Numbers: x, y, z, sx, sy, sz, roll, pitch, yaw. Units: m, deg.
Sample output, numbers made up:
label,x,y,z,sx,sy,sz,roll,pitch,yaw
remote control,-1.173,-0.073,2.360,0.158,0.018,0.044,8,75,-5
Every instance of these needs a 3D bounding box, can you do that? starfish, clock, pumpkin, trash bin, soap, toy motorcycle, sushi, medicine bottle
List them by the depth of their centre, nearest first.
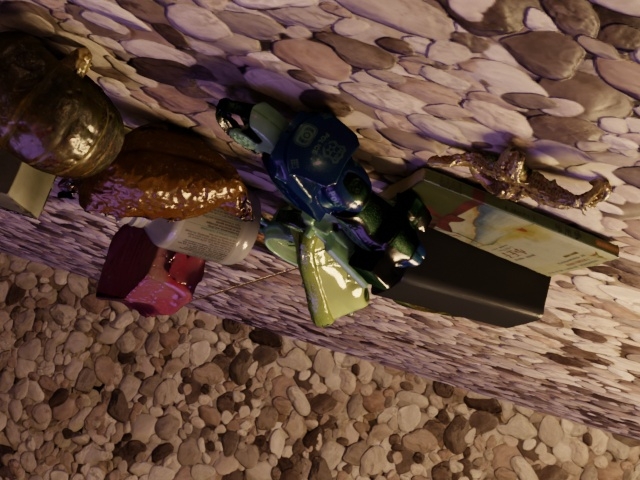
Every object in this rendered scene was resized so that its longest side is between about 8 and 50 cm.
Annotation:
label,x,y,z,sx,sy,sz,roll,pitch,yaw
starfish,0.220,-0.065,1.194,0.210,0.053,0.150,17,164,17
toy motorcycle,0.012,-0.067,1.314,0.196,0.125,0.331,17,159,50
pumpkin,-0.345,-0.181,1.322,0.219,0.162,0.219,39,-175,-4
sushi,-0.233,-0.097,1.545,0.287,0.149,0.140,0,146,-27
trash bin,0.214,0.050,1.597,0.226,0.115,0.165,17,165,-10
medicine bottle,-0.217,-0.047,1.700,0.215,0.135,0.135,16,171,-28
clock,-0.027,-0.003,1.800,0.211,0.066,0.159,23,162,-7
soap,-0.344,0.047,2.187,0.127,0.220,0.325,21,169,-29

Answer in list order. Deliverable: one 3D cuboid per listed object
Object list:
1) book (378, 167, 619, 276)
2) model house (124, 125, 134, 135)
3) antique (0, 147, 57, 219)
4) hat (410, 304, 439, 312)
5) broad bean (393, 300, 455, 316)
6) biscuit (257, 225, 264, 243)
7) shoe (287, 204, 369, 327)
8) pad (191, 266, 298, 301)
label,x,y,z,sx,sy,sz,roll,pitch,yaw
book,0.234,-0.022,1.430,0.289,0.026,0.201,22,167,-10
model house,-0.312,-0.143,1.652,0.058,0.057,0.083,60,162,-6
antique,-0.551,-0.134,1.836,0.147,0.148,0.152,16,167,10
hat,0.191,0.044,1.741,0.146,0.067,0.146,4,126,5
broad bean,0.225,0.111,1.950,0.207,0.072,0.153,22,174,-20
biscuit,-0.103,-0.006,1.971,0.133,0.027,0.184,27,177,12
shoe,0.010,0.018,1.647,0.140,0.128,0.262,-125,22,-48
pad,-0.135,0.083,2.152,0.266,0.002,0.176,-17,178,-17
